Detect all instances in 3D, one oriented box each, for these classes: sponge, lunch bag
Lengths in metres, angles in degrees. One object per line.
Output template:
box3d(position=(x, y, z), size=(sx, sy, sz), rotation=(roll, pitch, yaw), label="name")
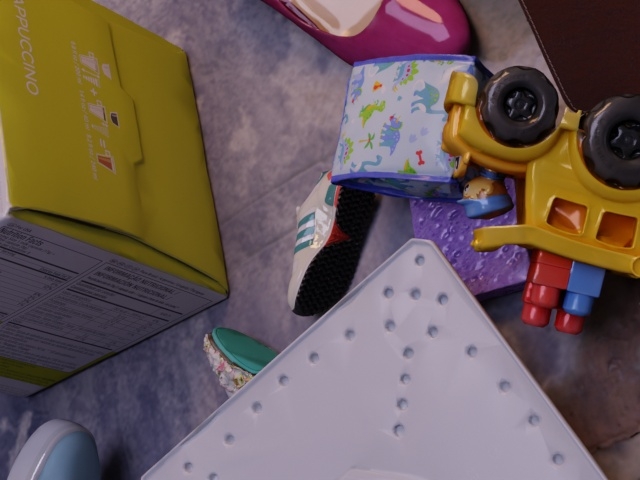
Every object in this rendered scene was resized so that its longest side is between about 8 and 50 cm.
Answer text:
box3d(position=(0.144, -0.040, 1.394), size=(0.117, 0.031, 0.210), rotation=(-21, 63, 29), label="sponge")
box3d(position=(0.087, -0.108, 1.378), size=(0.151, 0.096, 0.129), rotation=(6, 78, 28), label="lunch bag")

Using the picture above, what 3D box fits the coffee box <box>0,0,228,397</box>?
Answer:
box3d(position=(-0.350, -0.062, 1.574), size=(0.334, 0.338, 0.338), rotation=(-27, 61, 27), label="coffee box")

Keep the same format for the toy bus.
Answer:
box3d(position=(0.195, -0.032, 1.242), size=(0.220, 0.149, 0.211), rotation=(16, 92, 2), label="toy bus")

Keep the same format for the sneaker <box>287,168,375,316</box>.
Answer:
box3d(position=(0.000, 0.000, 1.483), size=(0.075, 0.057, 0.161), rotation=(18, 87, 56), label="sneaker")

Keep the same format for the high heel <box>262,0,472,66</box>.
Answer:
box3d(position=(-0.014, -0.280, 1.498), size=(0.377, 0.181, 0.127), rotation=(28, 92, 40), label="high heel")

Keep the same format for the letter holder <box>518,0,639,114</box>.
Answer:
box3d(position=(0.345, -0.239, 1.254), size=(0.302, 0.214, 0.152), rotation=(-4, 40, 36), label="letter holder")

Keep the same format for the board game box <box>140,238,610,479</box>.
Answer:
box3d(position=(0.068, 0.265, 1.281), size=(0.390, 0.050, 0.390), rotation=(-42, 68, 18), label="board game box")

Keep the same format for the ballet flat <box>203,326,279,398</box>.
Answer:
box3d(position=(-0.041, 0.162, 1.432), size=(0.241, 0.091, 0.077), rotation=(26, 103, 41), label="ballet flat")

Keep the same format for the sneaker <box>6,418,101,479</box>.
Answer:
box3d(position=(-0.252, 0.375, 1.499), size=(0.150, 0.135, 0.366), rotation=(2, 84, 30), label="sneaker")
